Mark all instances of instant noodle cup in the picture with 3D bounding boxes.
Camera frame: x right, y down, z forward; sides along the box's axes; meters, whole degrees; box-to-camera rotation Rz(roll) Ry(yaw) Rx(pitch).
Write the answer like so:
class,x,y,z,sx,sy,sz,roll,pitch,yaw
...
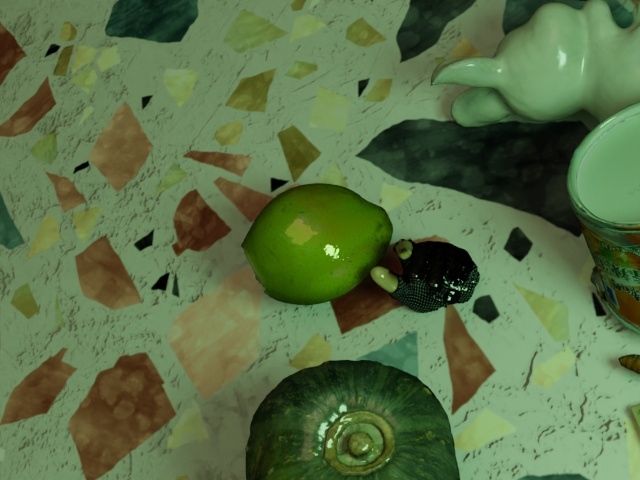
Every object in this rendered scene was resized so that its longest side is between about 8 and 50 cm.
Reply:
class,x,y,z,sx,sy,sz,roll,pitch,yaw
instant noodle cup,0.472,-0.043,1.447,0.296,0.214,0.296,-22,42,21

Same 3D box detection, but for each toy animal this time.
class,x,y,z,sx,sy,sz,roll,pitch,yaw
toy animal,0.363,-0.233,1.648,0.367,0.196,0.241,8,70,23

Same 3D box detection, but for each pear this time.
class,x,y,z,sx,sy,sz,roll,pitch,yaw
pear,0.000,0.000,1.680,0.219,0.187,0.187,-28,57,4

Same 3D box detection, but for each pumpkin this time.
class,x,y,z,sx,sy,sz,roll,pitch,yaw
pumpkin,0.039,0.330,1.442,0.291,0.257,0.328,1,57,9

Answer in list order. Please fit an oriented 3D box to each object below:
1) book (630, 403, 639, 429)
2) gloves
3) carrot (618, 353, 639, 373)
class,x,y,z,sx,sy,sz,roll,pitch,yaw
book,0.479,0.239,1.454,0.111,0.014,0.077,-20,58,6
gloves,0.153,0.036,1.596,0.129,0.181,0.106,12,69,26
carrot,0.519,0.180,1.433,0.256,0.061,0.061,13,69,21
